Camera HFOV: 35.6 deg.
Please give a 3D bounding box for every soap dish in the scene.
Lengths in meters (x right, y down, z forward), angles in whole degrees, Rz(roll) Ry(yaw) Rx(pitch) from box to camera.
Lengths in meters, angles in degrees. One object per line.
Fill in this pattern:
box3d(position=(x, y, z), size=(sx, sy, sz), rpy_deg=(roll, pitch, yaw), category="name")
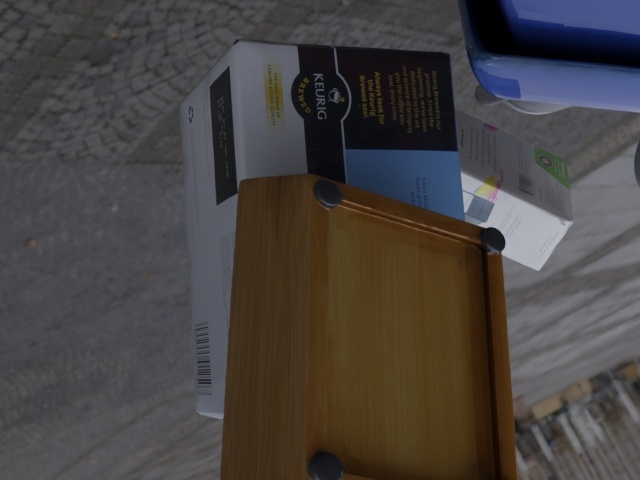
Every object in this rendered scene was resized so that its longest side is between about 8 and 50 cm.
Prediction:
box3d(position=(0.043, 0.096, 0.770), size=(0.228, 0.291, 0.118), rpy_deg=(16, 149, -26), category="soap dish")

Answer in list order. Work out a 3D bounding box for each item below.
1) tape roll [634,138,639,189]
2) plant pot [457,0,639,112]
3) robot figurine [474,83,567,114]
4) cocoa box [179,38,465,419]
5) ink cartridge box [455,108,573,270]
box3d(position=(0.543, -0.106, 1.348), size=(0.219, 0.072, 0.219), rpy_deg=(-2, 123, -3), category="tape roll")
box3d(position=(0.202, -0.210, 0.641), size=(0.235, 0.236, 0.212), rpy_deg=(6, 122, 0), category="plant pot")
box3d(position=(0.400, -0.323, 1.697), size=(0.299, 0.200, 0.353), rpy_deg=(-31, -174, -10), category="robot figurine")
box3d(position=(0.000, 0.000, 1.009), size=(0.227, 0.347, 0.231), rpy_deg=(-2, 173, -22), category="cocoa box")
box3d(position=(0.237, -0.114, 1.672), size=(0.207, 0.353, 0.119), rpy_deg=(-75, -169, -55), category="ink cartridge box")
